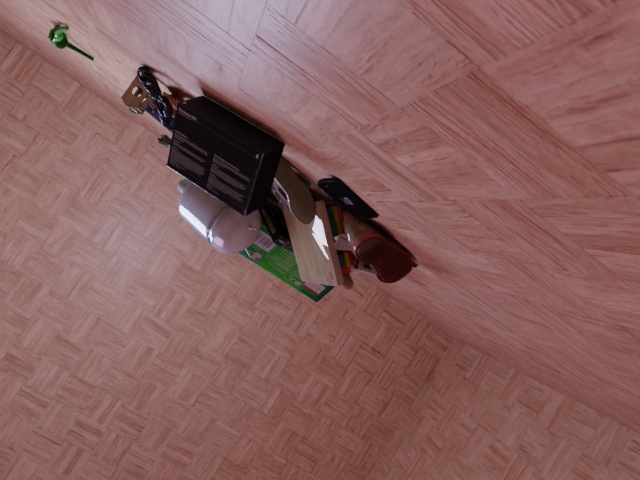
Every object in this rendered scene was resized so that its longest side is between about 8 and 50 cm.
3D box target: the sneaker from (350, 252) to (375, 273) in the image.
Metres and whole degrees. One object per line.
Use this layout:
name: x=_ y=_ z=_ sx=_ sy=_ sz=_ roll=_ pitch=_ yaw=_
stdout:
sneaker: x=0.198 y=0.079 z=2.153 sx=0.108 sy=0.100 sz=0.271 roll=14 pitch=177 yaw=30

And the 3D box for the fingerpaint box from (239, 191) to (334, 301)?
fingerpaint box: x=-0.148 y=-0.013 z=2.218 sx=0.444 sy=0.163 sz=0.371 roll=35 pitch=-157 yaw=-31

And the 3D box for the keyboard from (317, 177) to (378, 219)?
keyboard: x=0.065 y=-0.114 z=1.414 sx=0.100 sy=0.038 sz=0.192 roll=-2 pitch=151 yaw=40

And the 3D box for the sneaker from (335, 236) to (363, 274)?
sneaker: x=0.146 y=0.123 z=2.520 sx=0.292 sy=0.169 sz=0.108 roll=34 pitch=174 yaw=-27

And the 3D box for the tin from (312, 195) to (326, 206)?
tin: x=-0.029 y=-0.124 z=1.910 sx=0.106 sy=0.040 sz=0.189 roll=40 pitch=174 yaw=-25

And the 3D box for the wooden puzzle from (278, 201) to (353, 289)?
wooden puzzle: x=-0.001 y=-0.006 z=2.074 sx=0.348 sy=0.080 sz=0.322 roll=39 pitch=-161 yaw=-52

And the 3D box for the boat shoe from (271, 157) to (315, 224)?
boat shoe: x=-0.090 y=-0.143 z=1.582 sx=0.068 sy=0.081 sz=0.228 roll=16 pitch=143 yaw=50

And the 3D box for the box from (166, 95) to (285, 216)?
box: x=-0.237 y=-0.210 z=1.369 sx=0.261 sy=0.184 sz=0.103 roll=33 pitch=-142 yaw=15

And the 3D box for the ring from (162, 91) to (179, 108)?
ring: x=-0.334 y=-0.322 z=1.660 sx=0.336 sy=0.032 sz=0.336 roll=43 pitch=178 yaw=2

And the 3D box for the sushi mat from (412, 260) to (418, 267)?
sushi mat: x=0.207 y=0.025 z=1.940 sx=0.151 sy=0.019 sz=0.316 roll=36 pitch=175 yaw=-23

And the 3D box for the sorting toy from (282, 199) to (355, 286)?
sorting toy: x=0.000 y=0.000 z=1.743 sx=0.255 sy=0.089 sz=0.257 roll=0 pitch=106 yaw=63

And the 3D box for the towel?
towel: x=-0.336 y=-0.241 z=1.874 sx=0.370 sy=0.040 sz=0.271 roll=27 pitch=-179 yaw=25

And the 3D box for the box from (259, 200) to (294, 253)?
box: x=-0.136 y=-0.045 z=1.964 sx=0.190 sy=0.045 sz=0.184 roll=32 pitch=-157 yaw=-56

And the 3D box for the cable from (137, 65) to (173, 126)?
cable: x=-0.465 y=-0.401 z=1.565 sx=0.151 sy=0.047 sz=0.184 roll=55 pitch=169 yaw=6

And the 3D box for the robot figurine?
robot figurine: x=-0.340 y=-0.089 z=1.891 sx=0.353 sy=0.199 sz=0.300 roll=38 pitch=145 yaw=27

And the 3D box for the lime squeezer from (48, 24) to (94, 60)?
lime squeezer: x=-0.838 y=-0.653 z=1.822 sx=0.110 sy=0.059 sz=0.310 roll=34 pitch=175 yaw=-8

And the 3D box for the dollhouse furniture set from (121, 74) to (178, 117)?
dollhouse furniture set: x=-0.544 y=-0.431 z=1.819 sx=0.161 sy=0.101 sz=0.182 roll=34 pitch=176 yaw=-9

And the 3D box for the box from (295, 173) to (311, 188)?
box: x=-0.101 y=-0.169 z=1.742 sx=0.100 sy=0.060 sz=0.244 roll=34 pitch=176 yaw=-9

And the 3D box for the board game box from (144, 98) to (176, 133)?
board game box: x=-0.540 y=-0.426 z=2.044 sx=0.194 sy=0.060 sz=0.194 roll=40 pitch=179 yaw=2

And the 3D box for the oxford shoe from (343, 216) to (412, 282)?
oxford shoe: x=0.180 y=0.025 z=1.698 sx=0.348 sy=0.123 sz=0.130 roll=43 pitch=-168 yaw=-53
